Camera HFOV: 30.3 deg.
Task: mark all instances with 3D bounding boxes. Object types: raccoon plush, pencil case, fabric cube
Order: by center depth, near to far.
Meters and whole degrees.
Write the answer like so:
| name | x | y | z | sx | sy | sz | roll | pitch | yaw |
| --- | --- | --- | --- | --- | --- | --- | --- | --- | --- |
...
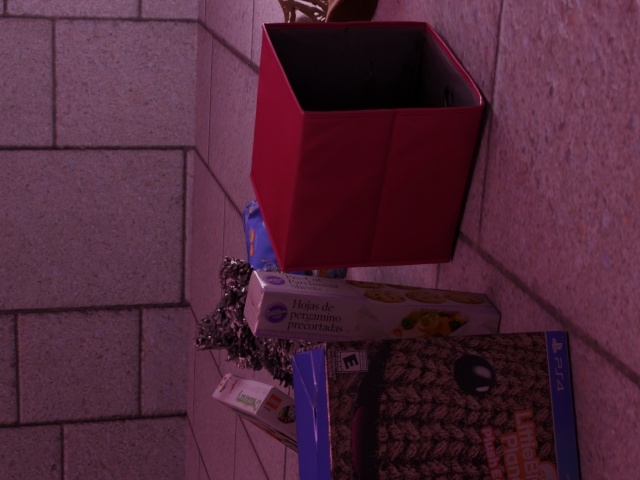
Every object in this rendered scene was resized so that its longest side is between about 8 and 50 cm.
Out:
| name | x | y | z | sx | sy | sz | roll | pitch | yaw |
| --- | --- | --- | --- | --- | --- | --- | --- | --- | --- |
| fabric cube | 0.053 | -0.136 | 1.655 | 0.254 | 0.259 | 0.258 | -113 | 24 | -51 |
| raccoon plush | -0.038 | 0.099 | 1.796 | 0.446 | 0.299 | 0.216 | 105 | -170 | -64 |
| pencil case | -0.098 | 0.059 | 2.405 | 0.119 | 0.133 | 0.306 | -34 | 53 | 57 |

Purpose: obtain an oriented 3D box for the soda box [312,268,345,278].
| name | x | y | z | sx | sy | sz | roll | pitch | yaw |
| --- | --- | --- | --- | --- | --- | --- | --- | --- | --- |
| soda box | 0.000 | 0.000 | 2.224 | 0.183 | 0.058 | 0.063 | -113 | 26 | -55 |

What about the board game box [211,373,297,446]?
| name | x | y | z | sx | sy | sz | roll | pitch | yaw |
| --- | --- | --- | --- | --- | --- | --- | --- | --- | --- |
| board game box | -0.048 | 0.285 | 1.832 | 0.053 | 0.193 | 0.305 | -57 | 12 | -12 |

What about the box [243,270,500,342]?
| name | x | y | z | sx | sy | sz | roll | pitch | yaw |
| --- | --- | --- | --- | --- | --- | --- | --- | --- | --- |
| box | 0.068 | 0.093 | 1.493 | 0.067 | 0.324 | 0.063 | -123 | 43 | -63 |

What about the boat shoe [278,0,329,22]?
| name | x | y | z | sx | sy | sz | roll | pitch | yaw |
| --- | --- | --- | --- | --- | --- | --- | --- | --- | --- |
| boat shoe | -0.005 | -0.377 | 2.146 | 0.110 | 0.122 | 0.341 | 47 | -152 | -52 |

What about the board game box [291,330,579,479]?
| name | x | y | z | sx | sy | sz | roll | pitch | yaw |
| --- | --- | --- | --- | --- | --- | --- | --- | --- | --- |
| board game box | 0.129 | 0.227 | 1.343 | 0.141 | 0.291 | 0.232 | 152 | 115 | -72 |

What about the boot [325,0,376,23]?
| name | x | y | z | sx | sy | sz | roll | pitch | yaw |
| --- | --- | --- | --- | --- | --- | --- | --- | --- | --- |
| boot | 0.043 | -0.454 | 1.996 | 0.165 | 0.077 | 0.213 | -108 | 27 | -44 |
